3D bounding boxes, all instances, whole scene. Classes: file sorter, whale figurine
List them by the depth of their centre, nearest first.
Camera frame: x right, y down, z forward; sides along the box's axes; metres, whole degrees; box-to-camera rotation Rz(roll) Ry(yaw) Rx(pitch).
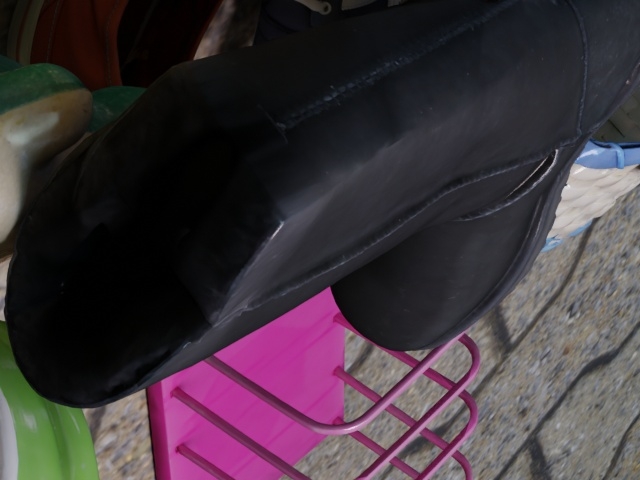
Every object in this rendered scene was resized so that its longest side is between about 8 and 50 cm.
[{"bbox_3d":[-0.194,-0.053,0.991,0.272,0.141,0.216,-16,171,-46],"label":"whale figurine"},{"bbox_3d":[0.006,0.143,1.483,0.202,0.182,0.290,-39,147,-31],"label":"file sorter"}]

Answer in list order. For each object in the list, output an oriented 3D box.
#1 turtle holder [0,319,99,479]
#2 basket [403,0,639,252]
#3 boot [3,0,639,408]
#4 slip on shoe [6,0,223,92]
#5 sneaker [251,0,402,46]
[{"bbox_3d":[-0.269,0.177,1.079,0.227,0.243,0.320,3,158,-42],"label":"turtle holder"},{"bbox_3d":[0.166,-0.149,1.380,0.201,0.255,0.289,-20,153,-47],"label":"basket"},{"bbox_3d":[0.001,-0.002,1.100,0.445,0.146,0.367,-34,159,-50],"label":"boot"},{"bbox_3d":[-0.067,-0.214,1.091,0.123,0.101,0.331,8,110,-58],"label":"slip on shoe"},{"bbox_3d":[0.004,-0.203,1.215,0.282,0.099,0.153,-63,154,3],"label":"sneaker"}]
